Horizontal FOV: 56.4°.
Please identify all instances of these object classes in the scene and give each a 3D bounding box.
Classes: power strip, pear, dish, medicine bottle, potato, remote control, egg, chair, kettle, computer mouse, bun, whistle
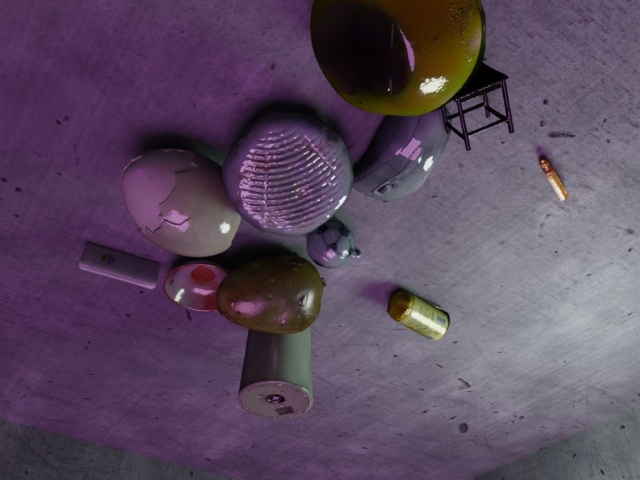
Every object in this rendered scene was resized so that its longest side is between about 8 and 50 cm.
[{"bbox_3d":[0.674,-0.178,1.727,0.028,0.049,0.178,-31,129,22],"label":"power strip"},{"bbox_3d":[0.133,-0.421,1.269,0.398,0.165,0.399,19,133,21],"label":"pear"},{"bbox_3d":[-0.397,0.135,2.031,0.260,0.085,0.260,-1,138,-1],"label":"dish"},{"bbox_3d":[0.348,0.267,2.154,0.238,0.124,0.124,31,129,-28],"label":"medicine bottle"},{"bbox_3d":[-0.157,0.167,1.931,0.359,0.219,0.270,8,103,-31],"label":"potato"},{"bbox_3d":[-0.656,0.083,1.960,0.250,0.103,0.034,19,131,-20],"label":"remote control"},{"bbox_3d":[-0.381,-0.107,1.625,0.336,0.278,0.278,23,132,-31],"label":"egg"},{"bbox_3d":[0.353,-0.372,1.427,0.141,0.155,0.260,-22,122,-1],"label":"chair"},{"bbox_3d":[-0.126,0.431,2.134,0.250,0.377,0.361,-19,134,19],"label":"kettle"},{"bbox_3d":[0.219,-0.218,1.638,0.188,0.122,0.371,19,137,-19],"label":"computer mouse"},{"bbox_3d":[-0.090,-0.185,1.593,0.354,0.194,0.355,-6,112,-15],"label":"bun"},{"bbox_3d":[0.000,0.000,1.837,0.289,0.164,0.163,19,134,-20],"label":"whistle"}]
